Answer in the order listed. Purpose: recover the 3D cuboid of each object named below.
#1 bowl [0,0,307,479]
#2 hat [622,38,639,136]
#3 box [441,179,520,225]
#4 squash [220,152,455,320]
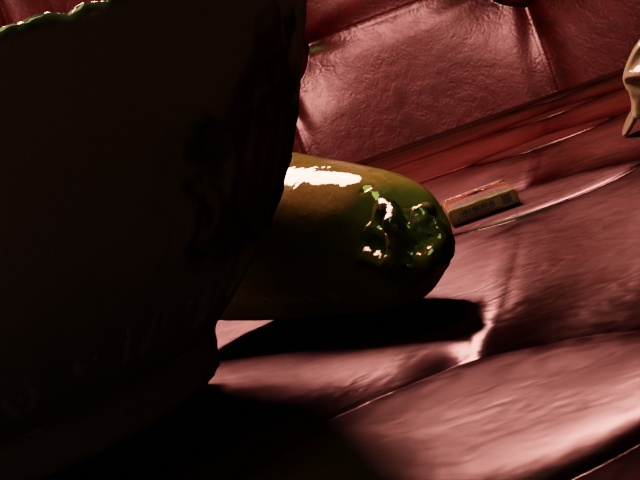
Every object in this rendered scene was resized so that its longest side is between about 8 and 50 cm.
[{"bbox_3d":[-0.134,0.007,0.535,0.337,0.157,0.337,-20,10,4],"label":"bowl"},{"bbox_3d":[0.282,-0.128,0.981,0.122,0.081,0.166,-17,-5,0],"label":"hat"},{"bbox_3d":[0.103,-0.026,0.867,0.046,0.012,0.083,-21,6,4],"label":"box"},{"bbox_3d":[0.000,0.000,0.597,0.094,0.094,0.224,-22,11,-23],"label":"squash"}]
